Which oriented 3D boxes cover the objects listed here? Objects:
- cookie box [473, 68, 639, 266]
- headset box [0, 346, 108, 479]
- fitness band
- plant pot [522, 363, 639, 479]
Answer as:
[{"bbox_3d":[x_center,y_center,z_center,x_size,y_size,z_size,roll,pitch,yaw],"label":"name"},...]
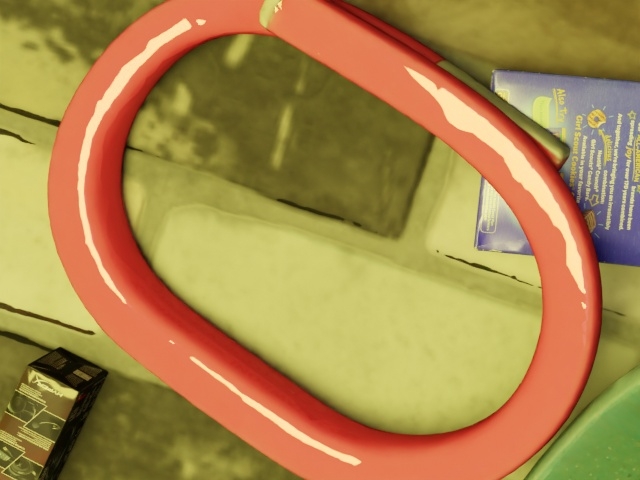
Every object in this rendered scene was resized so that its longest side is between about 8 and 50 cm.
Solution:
[{"bbox_3d":[0.134,-0.035,0.800,0.107,0.040,0.091,6,97,6],"label":"cookie box"},{"bbox_3d":[-0.146,0.102,0.831,0.032,0.062,0.083,28,98,4],"label":"headset box"},{"bbox_3d":[0.000,0.000,0.787,0.291,0.054,0.209,35,106,12],"label":"fitness band"},{"bbox_3d":[0.239,0.263,0.675,0.334,0.341,0.341,27,98,-12],"label":"plant pot"}]
